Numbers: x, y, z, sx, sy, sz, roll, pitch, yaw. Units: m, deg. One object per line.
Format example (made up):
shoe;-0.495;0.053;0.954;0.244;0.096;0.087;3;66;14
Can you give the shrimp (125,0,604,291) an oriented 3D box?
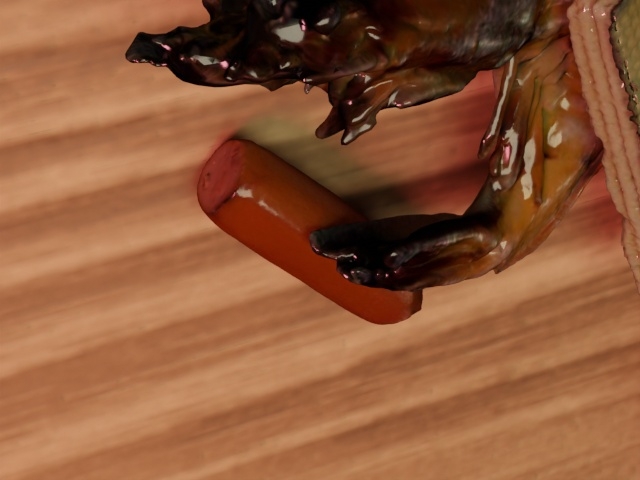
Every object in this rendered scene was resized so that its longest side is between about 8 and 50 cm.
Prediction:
shrimp;0.049;-0.057;0.621;0.289;0.075;0.178;-24;121;-42

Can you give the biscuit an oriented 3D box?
biscuit;0.175;-0.069;0.679;0.121;0.040;0.199;-48;136;-23

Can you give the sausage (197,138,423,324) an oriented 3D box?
sausage;0.000;0.000;0.667;0.041;0.039;0.131;-35;128;28
